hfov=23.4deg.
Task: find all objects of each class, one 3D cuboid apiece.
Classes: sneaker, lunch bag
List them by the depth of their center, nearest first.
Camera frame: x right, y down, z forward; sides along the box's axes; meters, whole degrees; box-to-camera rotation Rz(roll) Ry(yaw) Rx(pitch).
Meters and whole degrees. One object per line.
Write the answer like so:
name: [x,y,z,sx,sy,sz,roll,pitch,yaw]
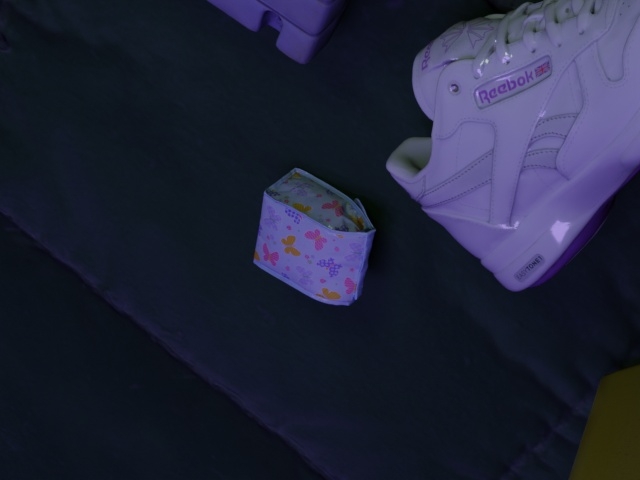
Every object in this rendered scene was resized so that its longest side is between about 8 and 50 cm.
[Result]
sneaker: [0.135,-0.092,0.888,0.152,0.114,0.305,37,136,3]
lunch bag: [0.000,0.000,1.098,0.083,0.053,0.071,30,134,24]

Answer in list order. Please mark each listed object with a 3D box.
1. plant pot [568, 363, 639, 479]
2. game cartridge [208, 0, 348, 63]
plant pot: [0.291,0.177,0.941,0.187,0.212,0.212,-32,103,32]
game cartridge: [-0.116,-0.275,0.914,0.355,0.068,0.230,35,147,4]
